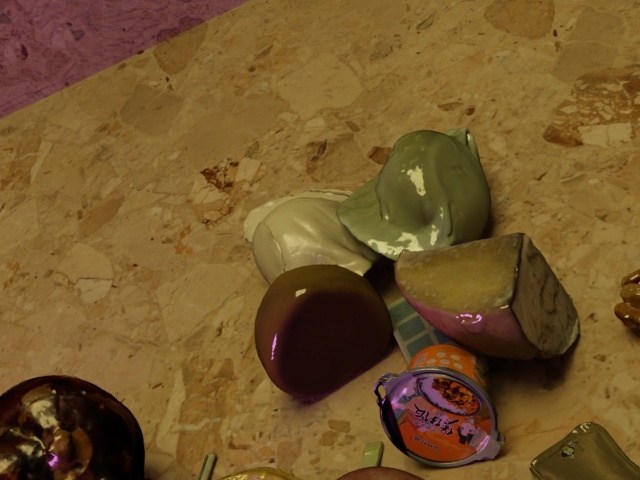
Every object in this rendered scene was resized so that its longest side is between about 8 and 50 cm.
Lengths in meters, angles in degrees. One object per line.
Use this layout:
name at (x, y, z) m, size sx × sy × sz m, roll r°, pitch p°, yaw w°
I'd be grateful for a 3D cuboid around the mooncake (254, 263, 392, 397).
mooncake at (-0.007, 0.142, 2.053) m, size 0.235 × 0.235 × 0.117 m, roll -31°, pitch 35°, yaw -3°

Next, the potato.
potato at (0.247, 0.124, 1.911) m, size 0.264 × 0.211 × 0.189 m, roll -8°, pitch 41°, yaw 34°

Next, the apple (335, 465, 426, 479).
apple at (0.075, 0.440, 1.590) m, size 0.305 × 0.235 × 0.306 m, roll -19°, pitch 33°, yaw 13°

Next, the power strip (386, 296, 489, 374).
power strip at (0.192, 0.167, 2.030) m, size 0.118 × 0.046 × 0.270 m, roll -27°, pitch 34°, yaw 3°

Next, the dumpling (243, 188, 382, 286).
dumpling at (0.001, 0.001, 2.284) m, size 0.260 × 0.181 × 0.341 m, roll -26°, pitch 11°, yaw -12°

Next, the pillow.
pillow at (0.388, 0.336, 1.671) m, size 0.130 × 0.033 × 0.217 m, roll -34°, pitch 34°, yaw -5°

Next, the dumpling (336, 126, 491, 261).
dumpling at (0.187, -0.101, 2.203) m, size 0.270 × 0.212 × 0.320 m, roll 26°, pitch 19°, yaw 20°

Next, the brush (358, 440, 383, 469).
brush at (0.069, 0.378, 1.866) m, size 0.033 × 0.030 × 0.178 m, roll -20°, pitch 24°, yaw 27°

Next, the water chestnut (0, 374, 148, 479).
water chestnut at (-0.456, 0.390, 2.031) m, size 0.335 × 0.335 × 0.347 m, roll -39°, pitch 5°, yaw -13°

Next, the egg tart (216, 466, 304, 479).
egg tart at (-0.107, 0.464, 1.829) m, size 0.279 × 0.095 × 0.279 m, roll -15°, pitch 39°, yaw 13°

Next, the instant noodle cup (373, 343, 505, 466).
instant noodle cup at (0.187, 0.239, 1.848) m, size 0.177 × 0.208 × 0.125 m, roll -43°, pitch 10°, yaw 28°

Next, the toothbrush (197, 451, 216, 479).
toothbrush at (-0.214, 0.459, 1.973) m, size 0.026 × 0.028 × 0.294 m, roll -11°, pitch 33°, yaw 23°

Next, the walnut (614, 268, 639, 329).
walnut at (0.541, 0.090, 1.849) m, size 0.170 × 0.069 × 0.143 m, roll -3°, pitch 43°, yaw 36°
